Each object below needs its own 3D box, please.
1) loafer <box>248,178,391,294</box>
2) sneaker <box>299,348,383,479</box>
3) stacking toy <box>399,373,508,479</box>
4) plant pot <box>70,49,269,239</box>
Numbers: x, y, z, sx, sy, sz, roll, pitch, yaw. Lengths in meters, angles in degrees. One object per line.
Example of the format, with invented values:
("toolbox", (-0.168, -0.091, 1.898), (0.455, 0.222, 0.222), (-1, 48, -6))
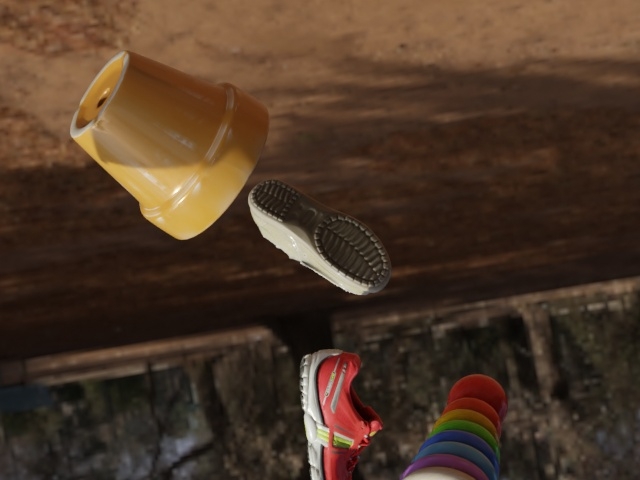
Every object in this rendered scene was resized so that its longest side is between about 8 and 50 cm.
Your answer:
("loafer", (0.000, 0.000, 2.086), (0.102, 0.268, 0.092), (-46, 163, -23))
("sneaker", (0.038, 0.302, 1.959), (0.118, 0.279, 0.107), (-7, -169, 4))
("stacking toy", (0.196, 0.289, 1.799), (0.141, 0.141, 0.330), (-10, -157, 21))
("plant pot", (-0.199, -0.135, 1.613), (0.188, 0.205, 0.205), (33, 158, -25))
